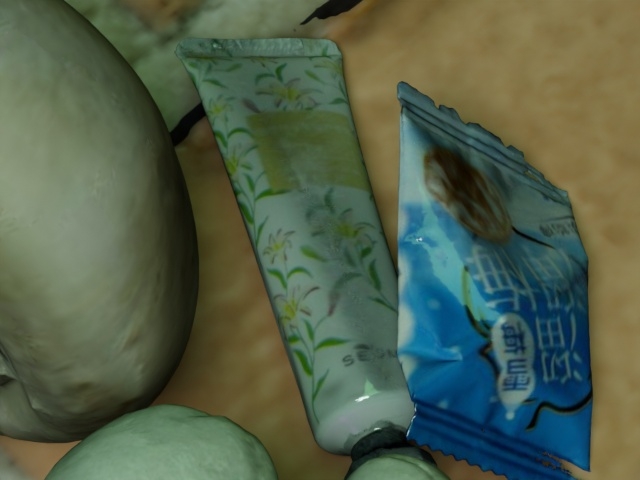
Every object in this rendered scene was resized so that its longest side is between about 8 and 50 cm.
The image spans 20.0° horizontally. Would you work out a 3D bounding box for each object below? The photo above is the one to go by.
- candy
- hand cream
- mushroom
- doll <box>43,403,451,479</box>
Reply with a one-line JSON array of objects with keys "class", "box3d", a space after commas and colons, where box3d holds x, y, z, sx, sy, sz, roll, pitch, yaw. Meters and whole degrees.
[{"class": "candy", "box3d": [0.059, 0.017, 0.622, 0.088, 0.038, 0.136, 22, 53, -33]}, {"class": "hand cream", "box3d": [0.000, 0.000, 0.643, 0.067, 0.042, 0.194, -6, 58, -18]}, {"class": "mushroom", "box3d": [-0.142, 0.007, 0.561, 0.206, 0.206, 0.209, 31, 96, 18]}, {"class": "doll", "box3d": [0.010, 0.182, 0.480, 0.258, 0.154, 0.228, 38, 101, 28]}]
